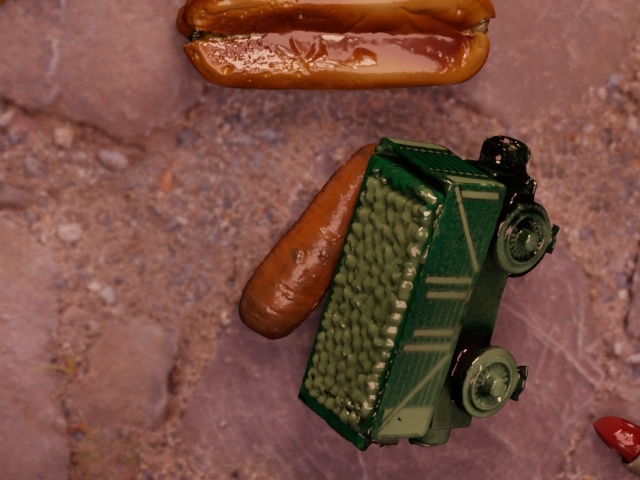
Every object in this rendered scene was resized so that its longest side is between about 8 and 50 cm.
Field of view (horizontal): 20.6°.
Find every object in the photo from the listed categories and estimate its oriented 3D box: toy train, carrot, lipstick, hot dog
[{"bbox_3d":[0.095,0.044,1.406,0.154,0.115,0.269,3,112,-39],"label":"toy train"},{"bbox_3d":[0.000,0.000,1.425,0.060,0.060,0.186,35,95,-15],"label":"carrot"},{"bbox_3d":[0.314,0.204,1.524,0.186,0.057,0.063,31,96,-12],"label":"lipstick"},{"bbox_3d":[0.012,-0.169,1.385,0.249,0.068,0.100,0,113,-7],"label":"hot dog"}]

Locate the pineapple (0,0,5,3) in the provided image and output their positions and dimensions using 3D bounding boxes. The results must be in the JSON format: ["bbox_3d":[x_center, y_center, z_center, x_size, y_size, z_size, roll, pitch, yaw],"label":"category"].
[{"bbox_3d":[-0.221,-0.219,1.337,0.114,0.077,0.114,4,106,-24],"label":"pineapple"}]
